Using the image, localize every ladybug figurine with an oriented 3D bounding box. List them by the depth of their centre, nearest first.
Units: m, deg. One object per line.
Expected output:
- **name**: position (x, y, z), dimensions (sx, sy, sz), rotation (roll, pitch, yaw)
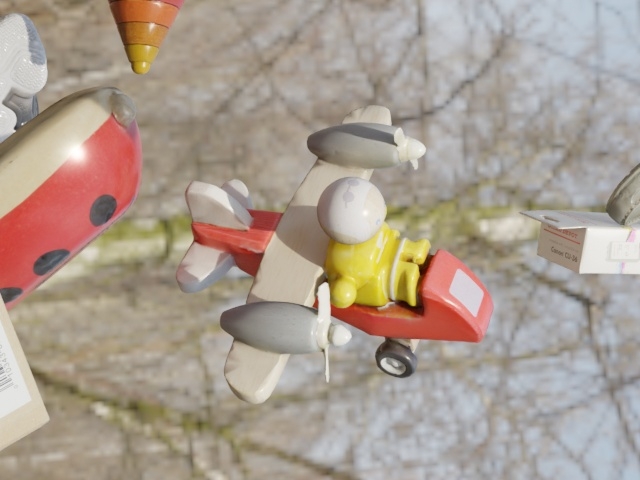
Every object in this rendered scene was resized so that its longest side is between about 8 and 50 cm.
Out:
- **ladybug figurine**: position (-0.384, -0.030, 2.157), dimensions (0.162, 0.449, 0.305), rotation (51, 29, -2)

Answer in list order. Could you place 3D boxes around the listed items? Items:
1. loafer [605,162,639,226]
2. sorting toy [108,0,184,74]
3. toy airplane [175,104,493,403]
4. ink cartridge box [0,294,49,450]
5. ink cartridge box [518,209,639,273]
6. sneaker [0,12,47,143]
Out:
- **loafer**: position (0.528, -0.095, 2.220), dimensions (0.111, 0.319, 0.112), rotation (58, -13, 19)
- **sorting toy**: position (-0.340, -0.305, 2.246), dimensions (0.127, 0.365, 0.126), rotation (-2, -97, 48)
- **toy airplane**: position (0.000, 0.000, 2.168), dimensions (0.272, 0.384, 0.386), rotation (109, -39, -55)
- **ink cartridge box**: position (-0.394, 0.113, 1.605), dimensions (0.088, 0.193, 0.235), rotation (3, -62, 51)
- **ink cartridge box**: position (0.373, 0.003, 2.253), dimensions (0.115, 0.198, 0.067), rotation (-153, -113, -64)
- **sneaker**: position (-0.479, -0.242, 2.555), dimensions (0.153, 0.101, 0.269), rotation (-118, -152, -54)
